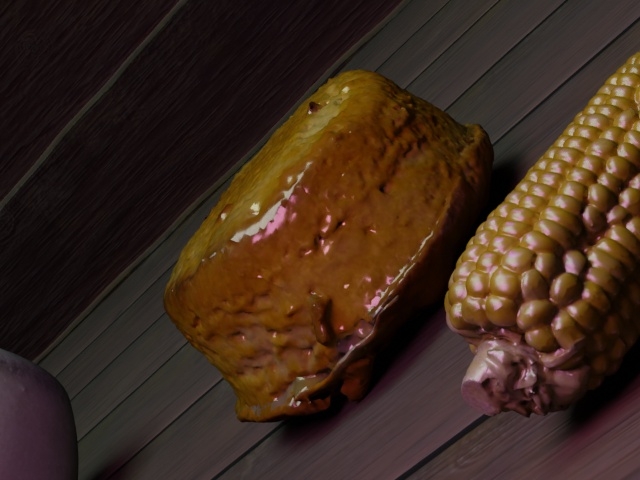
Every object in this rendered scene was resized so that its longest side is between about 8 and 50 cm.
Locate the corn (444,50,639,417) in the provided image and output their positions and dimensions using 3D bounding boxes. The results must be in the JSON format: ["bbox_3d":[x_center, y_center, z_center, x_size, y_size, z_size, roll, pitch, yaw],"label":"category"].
[{"bbox_3d":[0.199,-0.027,1.090,0.347,0.130,0.130,-52,11,-21],"label":"corn"}]

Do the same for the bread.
[{"bbox_3d":[0.000,0.001,1.593,0.337,0.204,0.358,-47,12,39],"label":"bread"}]

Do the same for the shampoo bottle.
[{"bbox_3d":[-0.463,0.289,2.078,0.322,0.322,0.317,-33,39,56],"label":"shampoo bottle"}]
